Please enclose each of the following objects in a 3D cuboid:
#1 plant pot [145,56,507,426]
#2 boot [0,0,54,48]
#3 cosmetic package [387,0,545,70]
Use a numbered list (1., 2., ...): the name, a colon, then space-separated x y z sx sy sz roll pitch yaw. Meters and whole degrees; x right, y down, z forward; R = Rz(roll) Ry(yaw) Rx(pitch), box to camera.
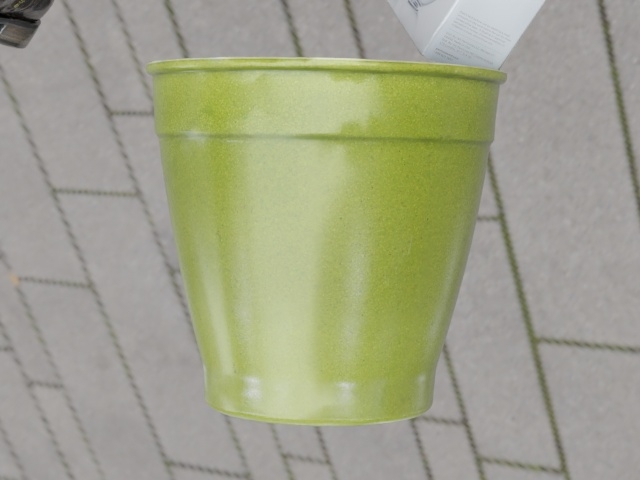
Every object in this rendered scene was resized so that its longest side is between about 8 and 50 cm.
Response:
1. plant pot: 0.000 0.000 1.459 0.366 0.366 0.353 4 94 33
2. boot: -0.234 -0.273 1.139 0.091 0.263 0.229 41 99 7
3. cosmetic package: 0.159 -0.378 1.490 0.097 0.377 0.284 23 115 -29
